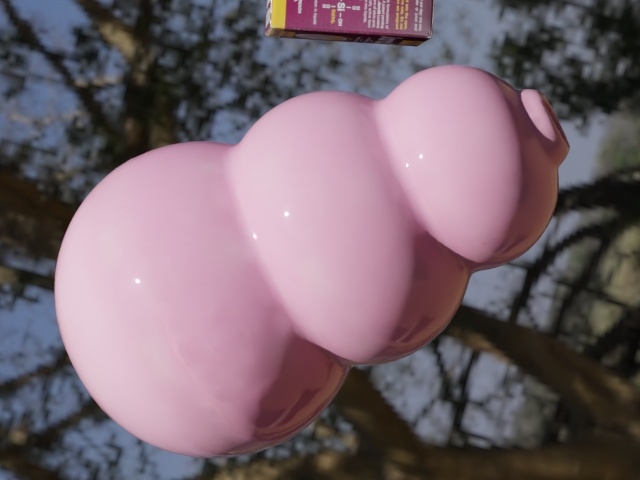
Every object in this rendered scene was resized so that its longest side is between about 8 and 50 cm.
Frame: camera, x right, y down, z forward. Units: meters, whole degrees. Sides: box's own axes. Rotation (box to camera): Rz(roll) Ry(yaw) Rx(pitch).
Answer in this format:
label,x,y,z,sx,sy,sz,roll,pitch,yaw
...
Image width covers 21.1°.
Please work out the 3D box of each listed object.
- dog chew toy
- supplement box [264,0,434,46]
label,x,y,z,sx,sy,sz,roll,pitch,yaw
dog chew toy,0.000,0.000,1.082,0.207,0.332,0.206,57,-166,-22
supplement box,0.014,-0.125,0.885,0.055,0.083,0.043,-165,78,-86
